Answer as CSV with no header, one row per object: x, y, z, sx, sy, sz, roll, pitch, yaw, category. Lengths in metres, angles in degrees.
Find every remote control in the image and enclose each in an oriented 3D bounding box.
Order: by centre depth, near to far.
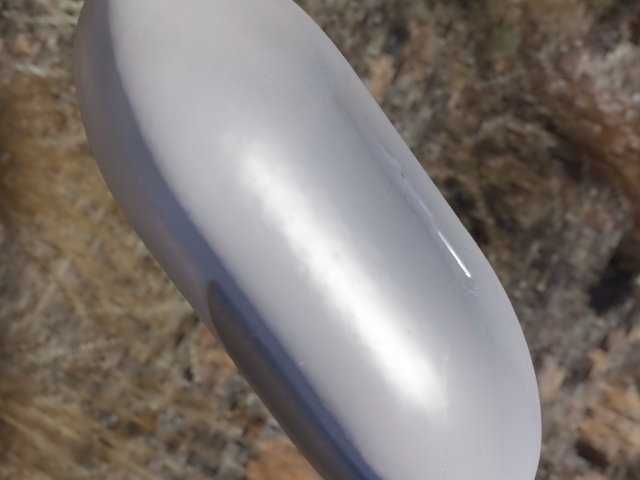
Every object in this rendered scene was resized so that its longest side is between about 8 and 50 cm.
0.000,0.000,0.895,0.103,0.332,0.221,-33,-172,27,remote control
